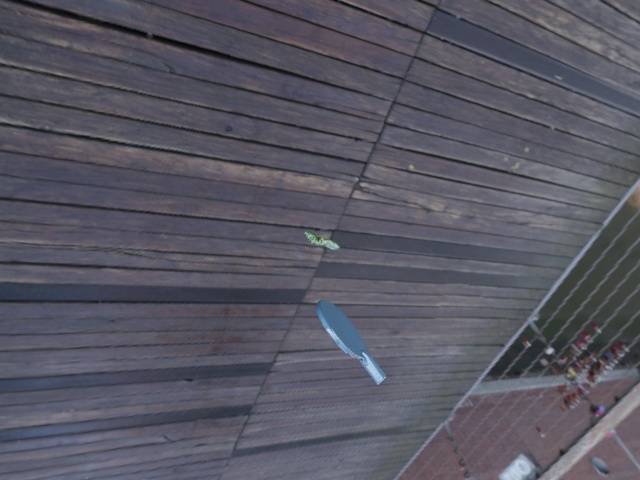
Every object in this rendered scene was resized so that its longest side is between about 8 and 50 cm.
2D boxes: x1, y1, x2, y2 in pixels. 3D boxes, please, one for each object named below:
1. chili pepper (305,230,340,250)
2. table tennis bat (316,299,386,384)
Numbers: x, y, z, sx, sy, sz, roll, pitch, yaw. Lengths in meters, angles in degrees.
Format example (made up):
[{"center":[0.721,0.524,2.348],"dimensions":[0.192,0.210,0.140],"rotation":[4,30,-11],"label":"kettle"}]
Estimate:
[{"center":[0.000,0.000,0.955],"dimensions":[0.083,0.027,0.022],"rotation":[22,106,-27],"label":"chili pepper"},{"center":[0.047,0.155,0.748],"dimensions":[0.019,0.155,0.100],"rotation":[-42,168,12],"label":"table tennis bat"}]
